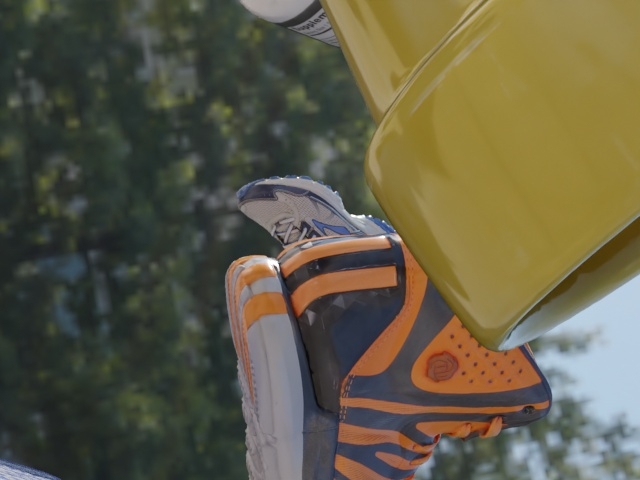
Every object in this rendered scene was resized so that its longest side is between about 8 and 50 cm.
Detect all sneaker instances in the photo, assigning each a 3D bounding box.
[{"bbox_3d":[0.000,0.000,1.304,0.052,0.135,0.058,-32,-138,47],"label":"sneaker"},{"bbox_3d":[0.050,0.128,1.134,0.124,0.180,0.321,-111,-167,-46],"label":"sneaker"}]

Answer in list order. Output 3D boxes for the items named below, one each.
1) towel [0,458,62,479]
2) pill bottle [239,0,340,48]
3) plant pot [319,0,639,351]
[{"bbox_3d":[-0.232,0.122,1.015,0.336,0.243,0.040,161,-54,-77],"label":"towel"},{"bbox_3d":[0.044,-0.275,1.706,0.210,0.363,0.210,-39,-138,46],"label":"pill bottle"},{"bbox_3d":[0.094,-0.126,0.678,0.239,0.254,0.254,56,-22,10],"label":"plant pot"}]
